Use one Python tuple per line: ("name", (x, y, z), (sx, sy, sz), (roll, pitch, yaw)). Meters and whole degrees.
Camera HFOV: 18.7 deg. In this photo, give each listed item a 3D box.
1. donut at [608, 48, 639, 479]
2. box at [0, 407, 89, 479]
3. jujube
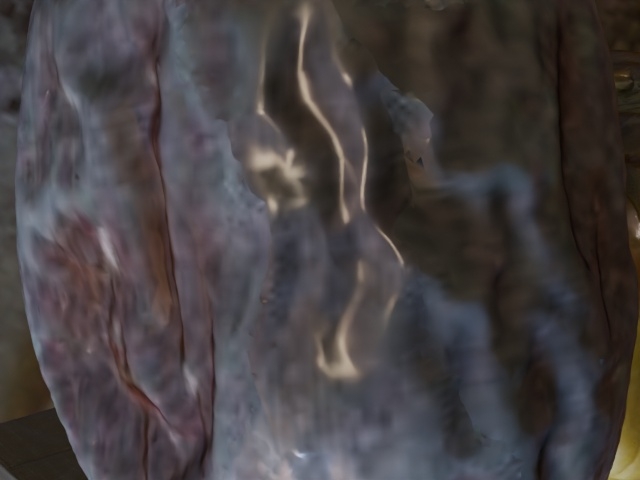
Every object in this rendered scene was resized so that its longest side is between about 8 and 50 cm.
("donut", (0.086, 0.024, 1.058), (0.360, 0.360, 0.170), (-53, 129, -49))
("box", (-0.176, 0.261, 1.538), (0.149, 0.155, 0.231), (-15, 116, -32))
("jujube", (0.009, -0.001, 0.747), (0.215, 0.246, 0.308), (-12, 105, -41))
